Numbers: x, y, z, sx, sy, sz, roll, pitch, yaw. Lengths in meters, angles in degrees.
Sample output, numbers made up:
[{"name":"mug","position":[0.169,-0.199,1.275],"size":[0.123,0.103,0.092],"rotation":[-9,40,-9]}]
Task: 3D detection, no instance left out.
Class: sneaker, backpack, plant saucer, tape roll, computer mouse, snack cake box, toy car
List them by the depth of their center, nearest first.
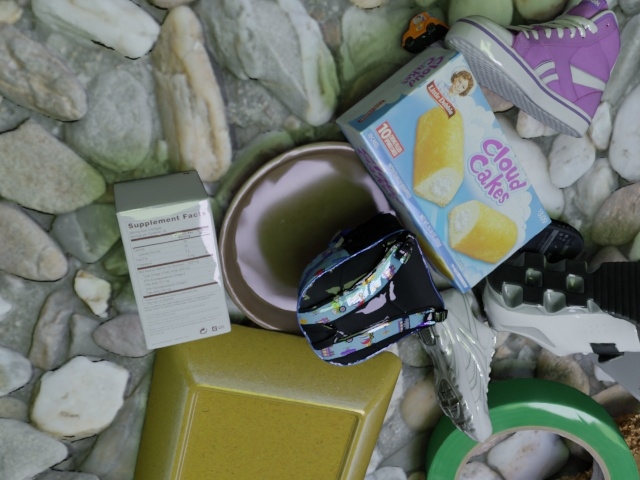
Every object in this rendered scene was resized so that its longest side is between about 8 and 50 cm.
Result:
[{"name":"sneaker","position":[0.271,-0.248,0.856],"size":[0.282,0.102,0.161],"rotation":[16,104,-44]},{"name":"snack cake box","position":[0.156,-0.084,0.864],"size":[0.152,0.089,0.264],"rotation":[-38,116,-3]},{"name":"toy car","position":[0.157,-0.259,0.870],"size":[0.122,0.060,0.040],"rotation":[-2,70,-34]},{"name":"backpack","position":[0.050,0.065,0.875],"size":[0.173,0.117,0.158],"rotation":[-30,118,-4]},{"name":"plant saucer","position":[0.000,0.000,0.920],"size":[0.278,0.041,0.278],"rotation":[-7,115,-15]},{"name":"plant saucer","position":[-0.080,0.289,0.957],"size":[0.333,0.081,0.332],"rotation":[11,112,-9]},{"name":"sneaker","position":[0.400,0.110,1.006],"size":[0.330,0.122,0.146],"rotation":[12,141,15]},{"name":"computer mouse","position":[0.274,-0.019,1.006],"size":[0.242,0.041,0.071],"rotation":[16,124,-18]},{"name":"sneaker","position":[0.219,0.175,1.009],"size":[0.115,0.090,0.232],"rotation":[-19,93,-20]},{"name":"tape roll","position":[0.328,0.376,1.103],"size":[0.321,0.077,0.321],"rotation":[2,108,6]}]

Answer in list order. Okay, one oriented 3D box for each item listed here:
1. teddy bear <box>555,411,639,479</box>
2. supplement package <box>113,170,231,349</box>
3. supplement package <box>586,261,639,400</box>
[{"name":"teddy bear","position":[0.530,0.431,1.254],"size":[0.245,0.113,0.338],"rotation":[-25,126,2]},{"name":"supplement package","position":[-0.177,0.021,0.836],"size":[0.105,0.105,0.179],"rotation":[-11,115,-13]},{"name":"supplement package","position":[0.595,0.196,1.117],"size":[0.293,0.177,0.175],"rotation":[29,101,-27]}]
